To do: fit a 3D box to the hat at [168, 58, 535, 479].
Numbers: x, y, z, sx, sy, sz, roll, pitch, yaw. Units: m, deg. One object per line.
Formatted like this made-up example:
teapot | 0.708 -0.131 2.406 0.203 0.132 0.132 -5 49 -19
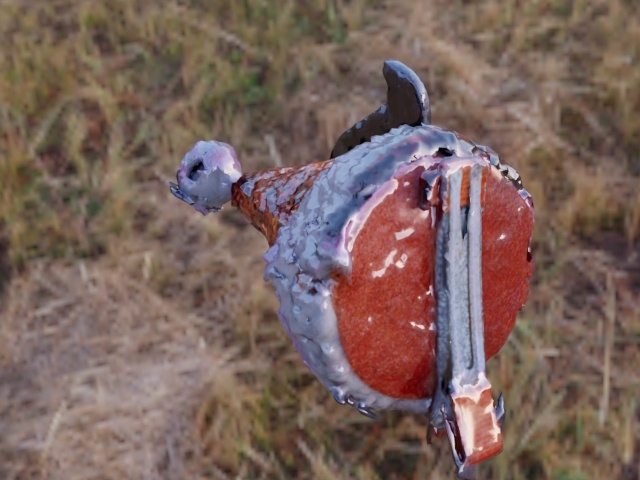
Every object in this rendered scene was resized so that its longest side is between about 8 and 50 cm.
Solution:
hat | 0.003 0.001 0.749 0.129 0.140 0.227 -35 32 -22
